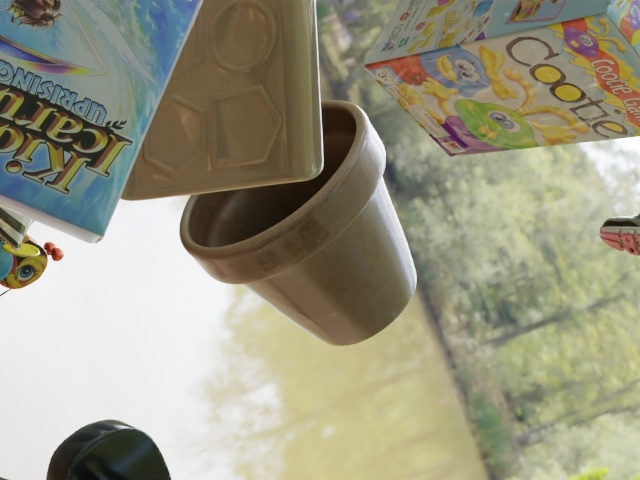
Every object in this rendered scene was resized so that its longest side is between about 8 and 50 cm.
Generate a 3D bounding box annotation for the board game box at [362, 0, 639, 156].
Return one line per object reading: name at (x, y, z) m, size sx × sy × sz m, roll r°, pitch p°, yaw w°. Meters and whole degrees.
board game box at (0.198, -0.177, 1.004) m, size 0.142 × 0.144 × 0.275 m, roll 42°, pitch -25°, yaw -29°

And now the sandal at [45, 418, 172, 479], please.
sandal at (-0.131, 0.236, 0.886) m, size 0.054 × 0.097 × 0.254 m, roll 15°, pitch -46°, yaw 38°

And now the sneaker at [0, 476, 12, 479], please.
sneaker at (-0.475, 0.366, 1.658) m, size 0.121 × 0.217 × 0.079 m, roll 106°, pitch -2°, yaw -59°

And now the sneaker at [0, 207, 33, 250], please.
sneaker at (-0.380, -0.140, 1.601) m, size 0.169 × 0.257 × 0.447 m, roll 36°, pitch 19°, yaw 7°

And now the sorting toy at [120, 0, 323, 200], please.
sorting toy at (-0.098, -0.139, 1.064) m, size 0.038 × 0.208 × 0.193 m, roll 12°, pitch 74°, yaw -69°

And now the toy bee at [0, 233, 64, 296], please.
toy bee at (-0.478, 0.006, 1.745) m, size 0.195 × 0.162 × 0.298 m, roll 47°, pitch -35°, yaw 28°

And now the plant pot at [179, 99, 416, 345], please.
plant pot at (0.000, 0.000, 1.385) m, size 0.229 × 0.263 × 0.263 m, roll 53°, pitch 13°, yaw -28°

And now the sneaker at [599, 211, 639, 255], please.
sneaker at (0.411, -0.029, 1.348) m, size 0.063 × 0.170 × 0.075 m, roll 44°, pitch 45°, yaw -54°

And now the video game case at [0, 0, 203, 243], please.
video game case at (-0.238, -0.161, 0.838) m, size 0.244 × 0.269 × 0.061 m, roll -70°, pitch -165°, yaw -11°
